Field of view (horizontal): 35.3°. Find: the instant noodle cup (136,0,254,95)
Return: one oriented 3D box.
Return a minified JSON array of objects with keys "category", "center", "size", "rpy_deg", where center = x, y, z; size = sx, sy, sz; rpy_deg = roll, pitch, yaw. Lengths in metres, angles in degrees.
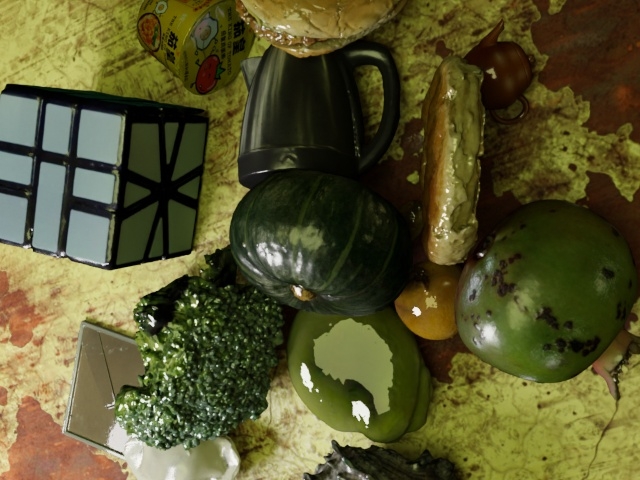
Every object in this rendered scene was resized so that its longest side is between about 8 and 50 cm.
[{"category":"instant noodle cup","center":[-0.231,-0.369,1.779],"size":[0.144,0.182,0.182],"rpy_deg":[34,108,26]}]

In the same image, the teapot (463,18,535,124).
[{"category":"teapot","center":[0.292,-0.265,1.602],"size":[0.116,0.116,0.173],"rpy_deg":[-11,118,24]}]

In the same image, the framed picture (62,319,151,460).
[{"category":"framed picture","center":[-0.423,0.302,2.013],"size":[0.184,0.016,0.250],"rpy_deg":[16,101,21]}]

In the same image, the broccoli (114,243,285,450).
[{"category":"broccoli","center":[-0.205,0.187,1.771],"size":[0.338,0.277,0.317],"rpy_deg":[122,149,-54]}]

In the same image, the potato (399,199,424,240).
[{"category":"potato","center":[0.152,-0.031,1.715],"size":[0.051,0.040,0.083],"rpy_deg":[34,106,22]}]

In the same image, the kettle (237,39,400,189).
[{"category":"kettle","center":[-0.020,-0.228,1.685],"size":[0.251,0.207,0.271],"rpy_deg":[-10,77,42]}]

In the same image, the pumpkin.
[{"category":"pumpkin","center":[0.000,0.000,1.605],"size":[0.300,0.300,0.207],"rpy_deg":[8,72,22]}]

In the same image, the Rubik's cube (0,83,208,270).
[{"category":"Rubik's cube","center":[-0.398,-0.120,1.813],"size":[0.283,0.288,0.293],"rpy_deg":[10,97,23]}]

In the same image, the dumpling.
[{"category":"dumpling","center":[-0.256,0.425,1.890],"size":[0.250,0.132,0.162],"rpy_deg":[-4,90,24]}]

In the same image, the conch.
[{"category":"conch","center":[0.113,0.451,1.706],"size":[0.313,0.240,0.186],"rpy_deg":[17,66,-2]}]

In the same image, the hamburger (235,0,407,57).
[{"category":"hamburger","center":[0.003,-0.424,1.620],"size":[0.283,0.144,0.259],"rpy_deg":[-39,65,-6]}]

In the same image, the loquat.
[{"category":"loquat","center":[0.190,0.098,1.660],"size":[0.141,0.141,0.141],"rpy_deg":[3,97,23]}]

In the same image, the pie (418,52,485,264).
[{"category":"pie","center":[0.200,-0.121,1.536],"size":[0.083,0.339,0.339],"rpy_deg":[3,97,-1]}]

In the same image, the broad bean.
[{"category":"broad bean","center":[0.063,0.220,1.737],"size":[0.238,0.119,0.291],"rpy_deg":[-39,79,20]}]

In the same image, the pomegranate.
[{"category":"pomegranate","center":[0.361,0.106,1.514],"size":[0.291,0.291,0.323],"rpy_deg":[-45,78,21]}]
